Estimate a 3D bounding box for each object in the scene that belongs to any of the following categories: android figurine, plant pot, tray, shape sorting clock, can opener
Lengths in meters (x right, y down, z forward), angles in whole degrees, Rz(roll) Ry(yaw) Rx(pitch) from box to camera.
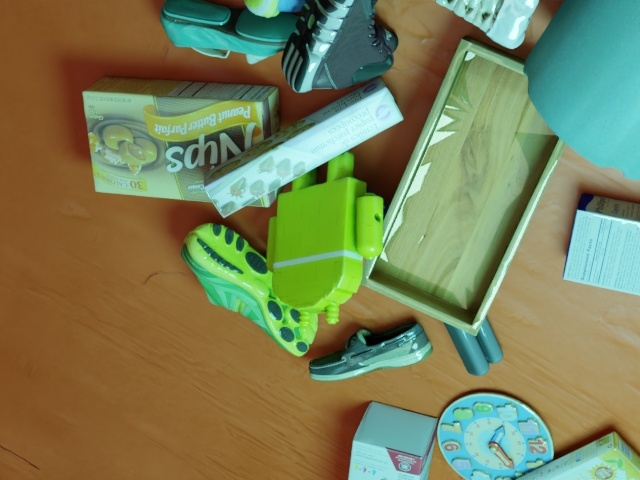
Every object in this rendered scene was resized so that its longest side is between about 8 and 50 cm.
[{"bbox_3d":[0.000,0.000,1.925,0.248,0.056,0.272,-14,69,44],"label":"android figurine"},{"bbox_3d":[0.459,-0.278,1.596,0.341,0.341,0.334,36,129,-1],"label":"plant pot"},{"bbox_3d":[0.230,-0.081,1.861,0.203,0.076,0.411,24,108,6],"label":"tray"},{"bbox_3d":[0.303,0.354,2.124,0.206,0.040,0.206,8,118,15],"label":"shape sorting clock"},{"bbox_3d":[0.213,0.093,2.015,0.093,0.074,0.280,-6,117,59],"label":"can opener"}]

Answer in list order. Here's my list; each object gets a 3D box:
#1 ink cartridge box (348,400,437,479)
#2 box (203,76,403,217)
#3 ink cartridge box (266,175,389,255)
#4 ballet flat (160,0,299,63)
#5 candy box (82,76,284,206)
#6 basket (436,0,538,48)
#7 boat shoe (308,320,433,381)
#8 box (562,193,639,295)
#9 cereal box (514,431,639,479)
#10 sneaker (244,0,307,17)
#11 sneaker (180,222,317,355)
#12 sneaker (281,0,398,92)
[{"bbox_3d":[0.124,0.402,2.160,0.128,0.127,0.176,12,120,12],"label":"ink cartridge box"},{"bbox_3d":[-0.030,-0.145,1.898,0.324,0.067,0.063,-28,115,7],"label":"box"},{"bbox_3d":[0.011,-0.014,2.032,0.097,0.046,0.207,43,122,-4],"label":"ink cartridge box"},{"bbox_3d":[-0.131,-0.323,1.913,0.247,0.083,0.087,12,144,13],"label":"ballet flat"},{"bbox_3d":[-0.224,-0.164,2.010,0.316,0.087,0.183,5,117,16],"label":"candy box"},{"bbox_3d":[0.223,-0.475,1.548,0.266,0.331,0.328,26,120,3],"label":"basket"},{"bbox_3d":[0.080,0.186,2.097,0.224,0.080,0.073,-13,106,19],"label":"boat shoe"},{"bbox_3d":[0.453,0.006,1.875,0.137,0.072,0.126,12,120,12],"label":"box"},{"bbox_3d":[0.455,0.437,2.093,0.240,0.047,0.173,-33,116,30],"label":"cereal box"},{"bbox_3d":[-0.023,-0.437,1.798,0.091,0.126,0.240,50,123,32],"label":"sneaker"},{"bbox_3d":[-0.120,0.082,2.109,0.295,0.109,0.123,45,154,-15],"label":"sneaker"},{"bbox_3d":[0.061,-0.337,1.801,0.162,0.106,0.281,2,136,-31],"label":"sneaker"}]
